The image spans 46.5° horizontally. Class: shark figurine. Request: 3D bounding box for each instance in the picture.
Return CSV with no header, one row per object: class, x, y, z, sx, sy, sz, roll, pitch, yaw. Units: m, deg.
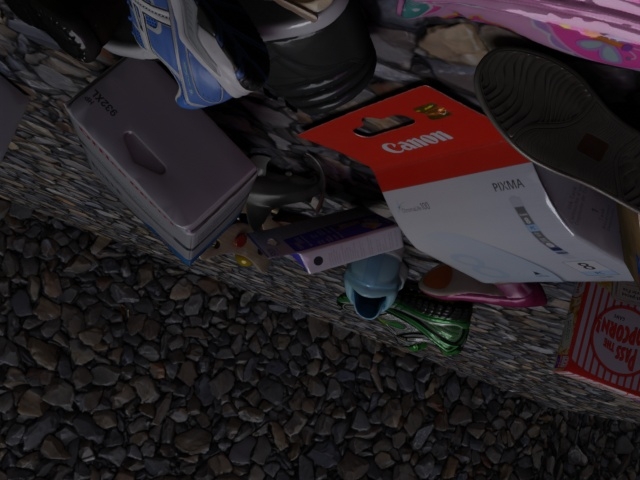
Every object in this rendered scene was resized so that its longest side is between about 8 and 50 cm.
shark figurine,-0.075,-0.068,1.206,0.278,0.116,0.166,12,168,35

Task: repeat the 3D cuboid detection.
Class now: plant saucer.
plant saucer,-0.029,-0.019,1.540,0.168,0.029,0.168,17,167,4

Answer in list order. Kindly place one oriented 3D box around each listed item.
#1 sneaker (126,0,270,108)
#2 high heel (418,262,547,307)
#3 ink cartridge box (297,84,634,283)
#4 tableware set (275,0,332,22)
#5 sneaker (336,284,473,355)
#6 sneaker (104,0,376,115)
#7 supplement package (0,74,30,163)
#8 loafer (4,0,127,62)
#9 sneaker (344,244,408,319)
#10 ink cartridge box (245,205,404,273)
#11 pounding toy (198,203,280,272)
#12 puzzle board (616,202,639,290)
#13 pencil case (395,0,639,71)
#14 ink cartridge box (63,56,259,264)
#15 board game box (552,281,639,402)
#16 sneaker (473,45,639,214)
sneaker,-0.126,-0.197,0.579,0.081,0.080,0.211,-23,101,32
high heel,0.306,0.095,1.425,0.244,0.082,0.117,-13,139,44
ink cartridge box,0.185,-0.048,0.957,0.384,0.091,0.308,23,167,-25
tableware set,-0.023,-0.227,0.507,0.141,0.020,0.168,34,145,-19
sneaker,0.185,0.188,1.764,0.343,0.147,0.134,11,-166,33
sneaker,-0.080,-0.182,0.714,0.295,0.105,0.147,6,158,30
supplement package,-0.647,-0.232,1.254,0.243,0.139,0.134,15,166,19
loafer,-0.256,-0.246,0.715,0.220,0.078,0.080,40,163,26
sneaker,0.101,0.092,1.547,0.135,0.150,0.366,17,168,13
ink cartridge box,0.000,0.000,1.176,0.208,0.045,0.206,-13,-166,-11
pounding toy,-0.162,-0.013,1.390,0.154,0.154,0.269,24,165,38
puzzle board,0.336,-0.006,0.797,0.011,0.096,0.128,-13,117,12
pencil case,0.184,-0.154,0.418,0.284,0.124,0.124,18,168,10
ink cartridge box,-0.218,-0.101,1.051,0.223,0.129,0.307,46,166,-1
board game box,0.434,0.121,1.083,0.146,0.194,0.045,19,168,-6
sneaker,0.228,-0.098,0.696,0.222,0.083,0.118,35,-170,-6
